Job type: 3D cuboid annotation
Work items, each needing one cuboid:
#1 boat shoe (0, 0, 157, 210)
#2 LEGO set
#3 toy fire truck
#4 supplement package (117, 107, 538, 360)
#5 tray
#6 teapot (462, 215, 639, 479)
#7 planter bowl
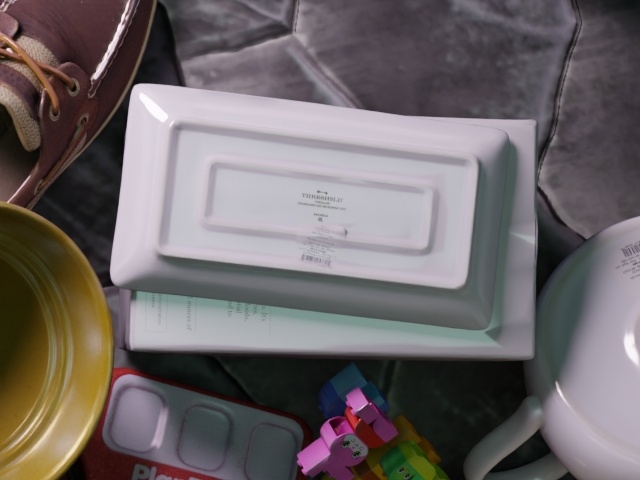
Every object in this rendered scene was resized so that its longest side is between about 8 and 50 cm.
[{"bbox_3d":[-0.225,-0.099,1.332,0.123,0.123,0.342,34,84,-7],"label":"boat shoe"},{"bbox_3d":[0.036,0.179,1.377,0.093,0.087,0.227,-38,134,5],"label":"LEGO set"},{"bbox_3d":[-0.170,0.210,1.335,0.302,0.169,0.254,17,62,-9],"label":"toy fire truck"},{"bbox_3d":[0.000,0.000,1.341,0.293,0.175,0.177,2,86,-9],"label":"supplement package"},{"bbox_3d":[-0.003,-0.024,1.237,0.270,0.030,0.145,7,87,-9],"label":"tray"},{"bbox_3d":[0.272,0.116,1.387,0.256,0.187,0.252,20,65,17],"label":"teapot"},{"bbox_3d":[-0.259,0.079,1.243,0.217,0.090,0.217,-2,93,-38],"label":"planter bowl"}]
